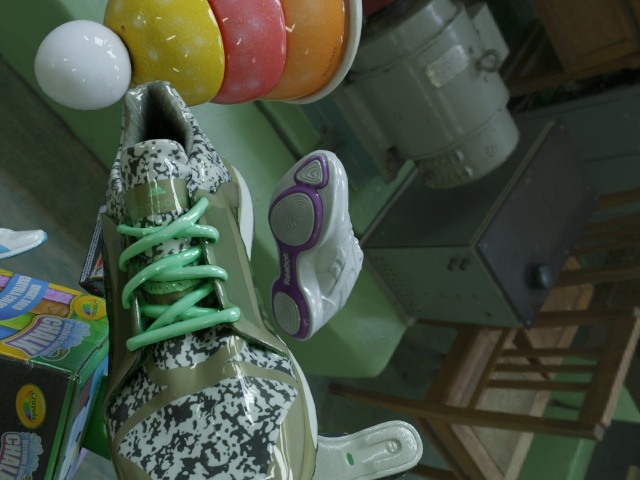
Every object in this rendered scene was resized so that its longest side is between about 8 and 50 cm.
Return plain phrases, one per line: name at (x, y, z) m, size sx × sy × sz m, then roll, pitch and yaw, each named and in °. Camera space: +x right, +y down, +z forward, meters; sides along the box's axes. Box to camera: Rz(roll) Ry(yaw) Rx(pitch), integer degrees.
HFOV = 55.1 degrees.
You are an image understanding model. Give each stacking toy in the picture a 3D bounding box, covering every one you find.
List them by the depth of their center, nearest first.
stacking toy at (-0.199, -0.320, 0.924) m, size 0.480 × 0.350 × 0.351 m, roll -34°, pitch 108°, yaw -39°

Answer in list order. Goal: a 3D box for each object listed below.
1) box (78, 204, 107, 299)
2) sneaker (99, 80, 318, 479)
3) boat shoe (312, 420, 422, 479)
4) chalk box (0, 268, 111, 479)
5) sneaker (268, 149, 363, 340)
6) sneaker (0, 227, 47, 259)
box at (-0.265, 0.058, 1.052) m, size 0.247 × 0.142 × 0.163 m, roll 62°, pitch 24°, yaw -51°
sneaker at (-0.116, 0.020, 0.464) m, size 0.158 × 0.410 × 0.182 m, roll -18°, pitch 135°, yaw -6°
boat shoe at (0.011, 0.288, 0.783) m, size 0.233 × 0.079 × 0.084 m, roll -6°, pitch 60°, yaw -8°
chalk box at (-0.314, 0.153, 0.634) m, size 0.289 × 0.179 × 0.180 m, roll 18°, pitch 104°, yaw -7°
sneaker at (0.000, 0.000, 0.927) m, size 0.152 × 0.114 × 0.305 m, roll -25°, pitch 135°, yaw -42°
sneaker at (-0.680, 0.000, 1.245) m, size 0.228 × 0.087 × 0.092 m, roll -11°, pitch 93°, yaw -18°
